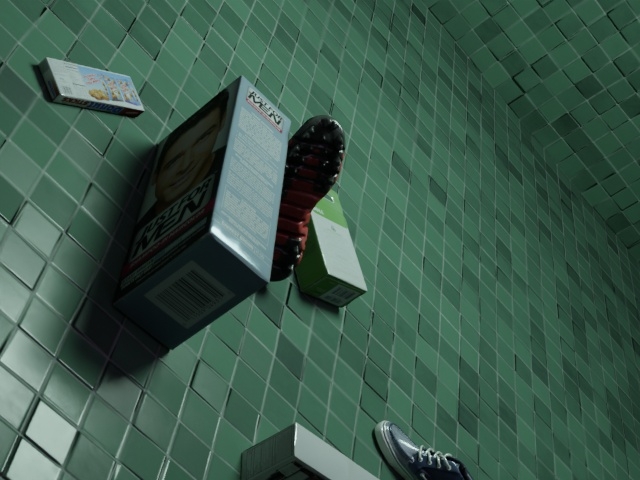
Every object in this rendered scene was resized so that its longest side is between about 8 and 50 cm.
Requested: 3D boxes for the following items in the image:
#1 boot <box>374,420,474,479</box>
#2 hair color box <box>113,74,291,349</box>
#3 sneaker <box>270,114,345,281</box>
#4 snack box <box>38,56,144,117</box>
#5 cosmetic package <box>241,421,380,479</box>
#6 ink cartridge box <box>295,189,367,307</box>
[{"bbox_3d":[0.171,0.347,1.842,0.190,0.086,0.069,52,27,-10],"label":"boot"},{"bbox_3d":[-0.154,-0.048,1.615,0.113,0.185,0.374,42,30,-25],"label":"hair color box"},{"bbox_3d":[-0.044,-0.078,1.788,0.097,0.276,0.135,17,24,-14],"label":"sneaker"},{"bbox_3d":[-0.328,-0.220,1.694,0.178,0.022,0.064,4,56,-58],"label":"snack box"},{"bbox_3d":[0.010,0.339,1.567,0.239,0.099,0.060,39,34,-31],"label":"cosmetic package"},{"bbox_3d":[0.000,0.000,1.963,0.109,0.062,0.209,26,40,-47],"label":"ink cartridge box"}]
